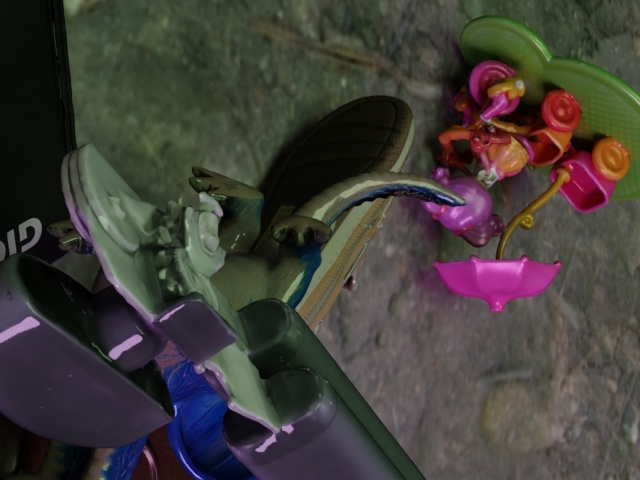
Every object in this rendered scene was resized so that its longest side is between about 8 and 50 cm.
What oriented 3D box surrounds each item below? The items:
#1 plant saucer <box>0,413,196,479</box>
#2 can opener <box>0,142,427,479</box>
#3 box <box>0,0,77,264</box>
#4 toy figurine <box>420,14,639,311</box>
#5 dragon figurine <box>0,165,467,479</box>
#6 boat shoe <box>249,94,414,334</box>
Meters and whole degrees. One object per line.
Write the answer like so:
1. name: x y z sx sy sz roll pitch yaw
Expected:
1. plant saucer: -0.102 0.115 0.647 0.168 0.029 0.169 9 78 -48
2. can opener: -0.030 0.067 0.520 0.280 0.093 0.074 49 13 -44
3. box: -0.216 -0.046 0.422 0.322 0.079 0.257 -38 137 -45
4. toy figurine: 0.122 -0.037 0.881 0.173 0.130 0.159 44 62 -11
5. dragon figurine: -0.050 0.052 0.609 0.289 0.085 0.144 -27 132 -48
6. boat shoe: 0.000 0.000 0.762 0.190 0.068 0.072 -53 137 -27
